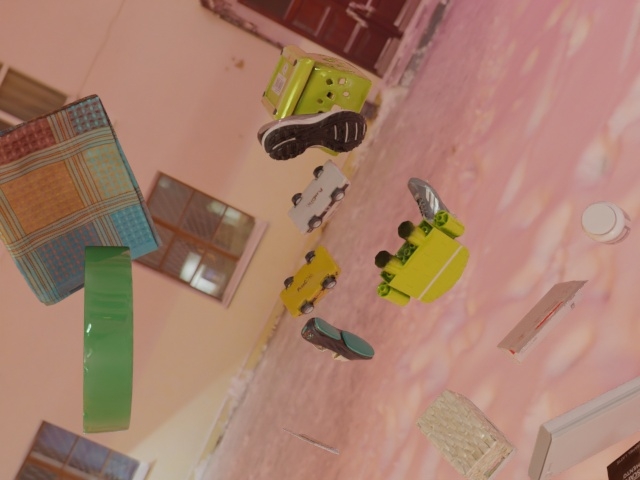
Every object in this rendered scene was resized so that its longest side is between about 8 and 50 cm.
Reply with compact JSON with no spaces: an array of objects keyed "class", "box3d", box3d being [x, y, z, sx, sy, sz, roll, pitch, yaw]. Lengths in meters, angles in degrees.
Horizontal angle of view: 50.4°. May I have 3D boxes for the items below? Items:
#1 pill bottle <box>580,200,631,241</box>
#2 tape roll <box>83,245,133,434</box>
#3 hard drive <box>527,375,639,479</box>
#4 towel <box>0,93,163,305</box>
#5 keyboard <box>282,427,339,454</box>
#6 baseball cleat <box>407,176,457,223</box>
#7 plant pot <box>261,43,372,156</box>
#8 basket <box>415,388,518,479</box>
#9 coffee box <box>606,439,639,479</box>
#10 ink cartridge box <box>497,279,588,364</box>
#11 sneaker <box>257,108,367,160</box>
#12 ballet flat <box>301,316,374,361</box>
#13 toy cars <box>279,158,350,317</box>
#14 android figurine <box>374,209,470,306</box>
[{"class":"pill bottle","box3d":[0.750,-0.047,1.791,0.193,0.108,0.108,9,-68,-58]},{"class":"tape roll","box3d":[-0.373,0.170,1.184,0.321,0.077,0.321,180,90,-72]},{"class":"hard drive","box3d":[0.593,0.399,1.458,0.040,0.307,0.203,53,157,43]},{"class":"towel","box3d":[-0.474,-0.065,1.285,0.271,0.040,0.370,-29,-46,-20]},{"class":"keyboard","box3d":[-0.029,0.510,1.732,0.256,0.072,0.014,-20,51,68]},{"class":"baseball cleat","box3d":[0.298,-0.083,1.876,0.109,0.206,0.072,-37,-13,-28]},{"class":"plant pot","box3d":[-0.026,-0.388,1.820,0.227,0.207,0.228,-63,28,18]},{"class":"basket","box3d":[0.288,0.392,1.361,0.113,0.103,0.167,-48,49,2]},{"class":"coffee box","box3d":[0.668,0.467,1.223,0.141,0.246,0.098,-60,1,32]},{"class":"ink cartridge box","box3d":[0.725,0.266,2.171,0.308,0.091,0.385,-46,-7,0]},{"class":"sneaker","box3d":[-0.017,-0.253,1.551,0.108,0.271,0.100,-136,42,-54]},{"class":"ballet flat","box3d":[0.035,0.238,1.575,0.074,0.203,0.074,-33,41,34]},{"class":"toy cars","box3d":[0.000,0.000,1.679,0.176,0.087,0.394,6,90,40]},{"class":"android figurine","box3d":[0.242,0.050,1.567,0.248,0.273,0.056,-54,46,11]}]
